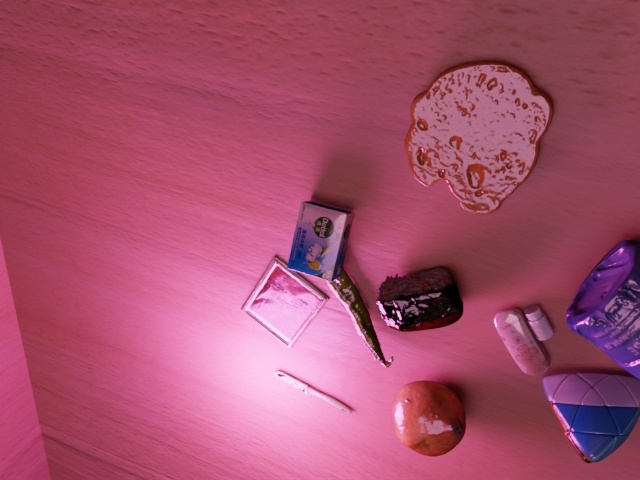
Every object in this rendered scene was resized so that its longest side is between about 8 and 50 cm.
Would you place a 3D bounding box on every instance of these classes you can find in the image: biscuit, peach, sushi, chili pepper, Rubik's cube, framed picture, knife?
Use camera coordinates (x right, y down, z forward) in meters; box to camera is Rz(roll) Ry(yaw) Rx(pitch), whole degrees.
[{"bbox_3d":[0.352,-0.238,1.300,0.312,0.057,0.351,17,119,18],"label":"biscuit"},{"bbox_3d":[0.315,0.510,1.600,0.233,0.232,0.232,11,119,21],"label":"peach"},{"bbox_3d":[0.264,0.158,1.496,0.225,0.136,0.126,-7,119,24],"label":"sushi"},{"bbox_3d":[0.107,0.206,1.631,0.085,0.076,0.359,-31,92,38],"label":"chili pepper"},{"bbox_3d":[0.731,0.446,1.416,0.255,0.254,0.254,11,119,21],"label":"Rubik's cube"},{"bbox_3d":[-0.121,0.204,1.778,0.216,0.016,0.273,37,125,5],"label":"framed picture"},{"bbox_3d":[-0.027,0.510,1.884,0.293,0.020,0.043,26,125,13],"label":"knife"}]

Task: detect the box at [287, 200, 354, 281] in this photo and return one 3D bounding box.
[{"bbox_3d":[0.000,0.000,1.549,0.139,0.073,0.194,16,102,19],"label":"box"}]

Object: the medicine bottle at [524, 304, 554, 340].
[{"bbox_3d":[0.557,0.210,1.431,0.047,0.047,0.083,-26,101,33],"label":"medicine bottle"}]

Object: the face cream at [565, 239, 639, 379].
[{"bbox_3d":[0.693,0.153,1.215,0.225,0.249,0.249,35,125,9],"label":"face cream"}]

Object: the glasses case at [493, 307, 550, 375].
[{"bbox_3d":[0.528,0.266,1.471,0.081,0.051,0.204,-28,100,36],"label":"glasses case"}]
